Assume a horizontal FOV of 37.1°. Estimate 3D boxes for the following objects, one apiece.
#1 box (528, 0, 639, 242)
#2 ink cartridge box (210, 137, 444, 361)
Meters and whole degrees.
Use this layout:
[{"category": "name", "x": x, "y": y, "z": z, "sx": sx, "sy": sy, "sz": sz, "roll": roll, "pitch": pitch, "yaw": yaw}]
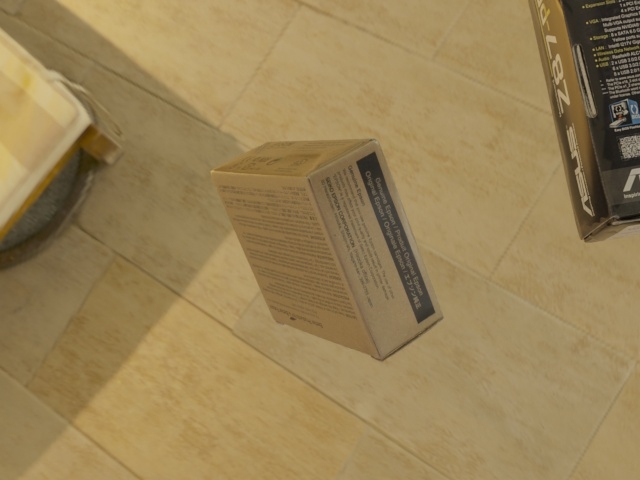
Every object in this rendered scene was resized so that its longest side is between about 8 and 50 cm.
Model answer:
[{"category": "box", "x": 0.357, "y": -0.186, "z": 0.693, "sx": 0.395, "sy": 0.097, "sz": 0.318, "roll": -10, "pitch": 81, "yaw": 0}, {"category": "ink cartridge box", "x": 0.000, "y": 0.000, "z": 0.967, "sx": 0.088, "sy": 0.193, "sz": 0.235, "roll": -30, "pitch": 19, "yaw": -23}]
